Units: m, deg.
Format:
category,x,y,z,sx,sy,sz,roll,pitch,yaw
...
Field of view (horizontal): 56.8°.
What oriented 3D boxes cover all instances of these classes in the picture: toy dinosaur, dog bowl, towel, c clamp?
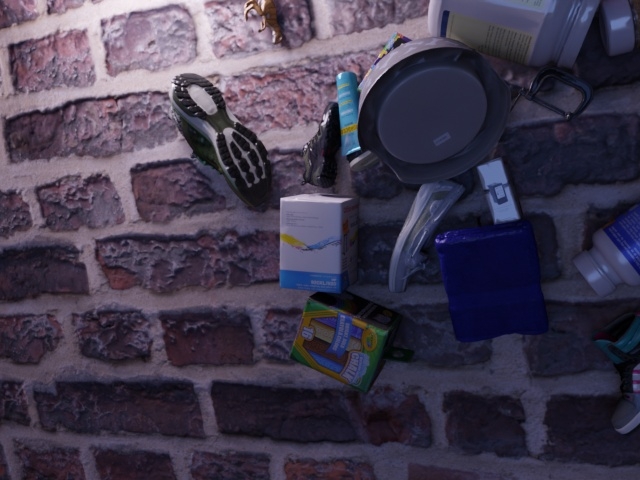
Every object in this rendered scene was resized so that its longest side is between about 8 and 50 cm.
category,x,y,z,sx,sy,sz,roll,pitch,yaw
toy dinosaur,-0.147,-0.625,1.566,0.112,0.064,0.212,-8,105,2
dog bowl,0.245,-0.295,1.341,0.348,0.102,0.349,-5,134,-5
towel,0.411,0.100,1.420,0.227,0.076,0.308,-10,118,17
c clamp,0.543,-0.332,1.383,0.160,0.022,0.137,27,101,15

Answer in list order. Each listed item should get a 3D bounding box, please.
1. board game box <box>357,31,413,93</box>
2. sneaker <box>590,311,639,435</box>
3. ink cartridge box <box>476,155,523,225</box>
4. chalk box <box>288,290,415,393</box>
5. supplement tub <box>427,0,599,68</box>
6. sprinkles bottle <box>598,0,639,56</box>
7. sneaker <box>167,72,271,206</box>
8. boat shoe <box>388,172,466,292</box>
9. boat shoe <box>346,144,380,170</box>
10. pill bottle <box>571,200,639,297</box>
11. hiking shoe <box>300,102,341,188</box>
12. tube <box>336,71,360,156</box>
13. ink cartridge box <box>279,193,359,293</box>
category,x,y,z,sx,sy,sz,roll,pitch,yaw
board game box,0.195,-0.402,1.445,0.141,0.048,0.170,37,96,23
sneaker,0.700,0.287,1.363,0.178,0.124,0.296,26,98,9
ink cartridge box,0.427,-0.120,1.406,0.063,0.109,0.151,-17,92,24
chalk box,0.098,0.262,1.544,0.288,0.180,0.179,23,105,16
supplement tub,0.420,-0.514,1.281,0.324,0.235,0.236,22,105,15
sprinkles bottle,0.775,-0.488,1.222,0.355,0.121,0.121,-11,95,20
sneaker,-0.288,-0.259,1.650,0.410,0.158,0.182,56,142,2
boat shoe,0.256,-0.007,1.484,0.103,0.118,0.321,24,97,15
boat shoe,0.166,-0.263,1.493,0.233,0.084,0.079,-27,65,17
pill bottle,0.705,0.006,1.306,0.272,0.152,0.152,-39,85,20
hiking shoe,-0.005,-0.252,1.547,0.114,0.086,0.227,9,84,41
tube,0.077,-0.321,1.499,0.080,0.052,0.207,-16,75,40
ink cartridge box,0.000,0.000,1.542,0.168,0.171,0.233,4,100,19
